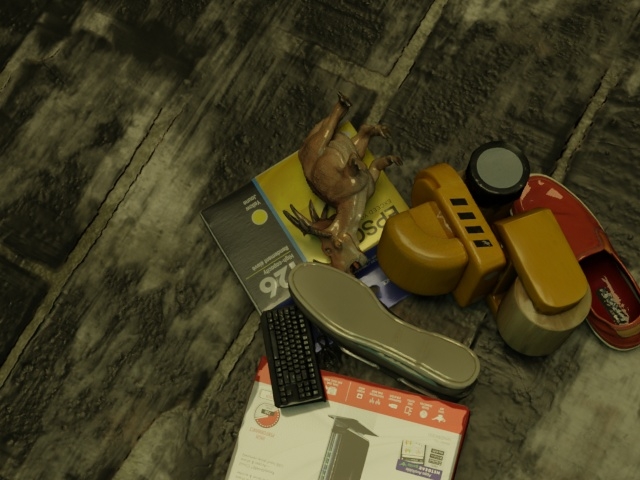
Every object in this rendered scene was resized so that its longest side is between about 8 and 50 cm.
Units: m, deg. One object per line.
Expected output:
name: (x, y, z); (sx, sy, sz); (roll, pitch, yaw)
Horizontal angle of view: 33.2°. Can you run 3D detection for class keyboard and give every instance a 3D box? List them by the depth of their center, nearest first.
keyboard: (-0.030, 0.174, 1.666); (0.108, 0.023, 0.180); (-9, 52, -5)

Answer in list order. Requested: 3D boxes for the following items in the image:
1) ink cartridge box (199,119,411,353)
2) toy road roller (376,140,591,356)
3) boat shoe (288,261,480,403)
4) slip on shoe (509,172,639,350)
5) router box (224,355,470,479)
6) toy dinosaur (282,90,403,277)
ink cartridge box: (0.000, 0.000, 1.783); (0.303, 0.072, 0.307); (-32, 67, -5)
toy road roller: (0.233, 0.034, 1.642); (0.240, 0.202, 0.330); (-22, 69, -13)
boat shoe: (0.087, 0.155, 1.678); (0.335, 0.095, 0.112); (30, 52, 11)
slip on shoe: (0.411, 0.022, 1.699); (0.123, 0.101, 0.331); (-30, 68, -1)
router box: (0.032, 0.364, 1.637); (0.335, 0.082, 0.301); (12, 72, 12)
toy dinosaur: (0.017, -0.106, 1.730); (0.200, 0.127, 0.296); (-41, 46, 30)
